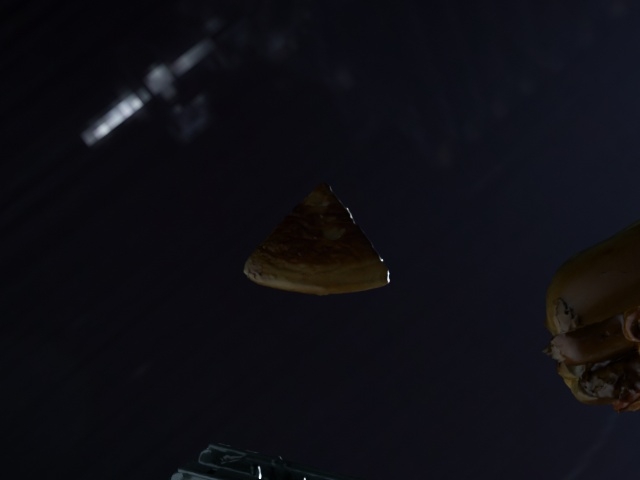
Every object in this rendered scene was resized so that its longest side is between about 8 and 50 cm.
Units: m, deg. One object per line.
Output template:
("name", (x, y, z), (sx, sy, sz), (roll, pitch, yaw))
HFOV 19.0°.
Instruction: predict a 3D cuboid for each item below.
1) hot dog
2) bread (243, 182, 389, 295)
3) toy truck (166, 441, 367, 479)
("hot dog", (0.335, 0.025, 1.485), (0.117, 0.349, 0.158), (62, -3, 36))
("bread", (0.013, 0.017, 2.024), (0.136, 0.154, 0.054), (24, -38, 18))
("toy truck", (0.015, 0.280, 1.600), (0.338, 0.133, 0.184), (7, -63, 42))
